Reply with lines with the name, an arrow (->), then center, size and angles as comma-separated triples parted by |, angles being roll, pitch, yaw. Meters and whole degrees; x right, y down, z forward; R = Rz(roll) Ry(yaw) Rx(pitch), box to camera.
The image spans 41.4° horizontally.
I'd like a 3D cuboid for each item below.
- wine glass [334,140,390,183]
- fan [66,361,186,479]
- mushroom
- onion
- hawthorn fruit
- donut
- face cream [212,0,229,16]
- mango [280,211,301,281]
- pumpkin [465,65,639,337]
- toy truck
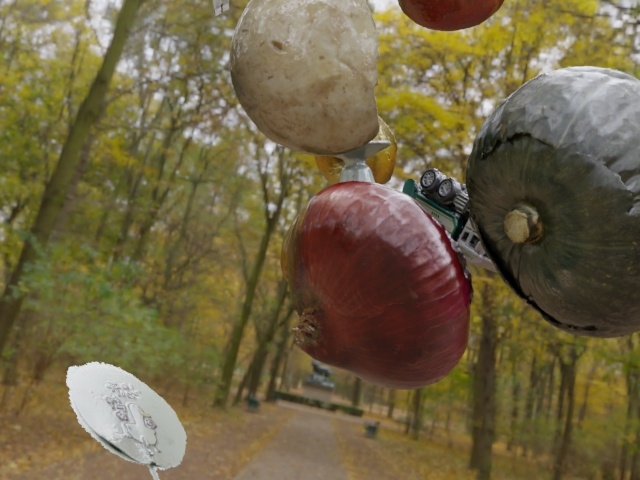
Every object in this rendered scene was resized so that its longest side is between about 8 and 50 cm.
wine glass -> 0.068, -0.071, 1.467 | 0.165, 0.196, 0.165 | -2, 3, 0
fan -> -0.274, 0.336, 1.344 | 0.233, 0.012, 0.414 | 23, 22, -46
mushroom -> -0.035, -0.237, 1.171 | 0.189, 0.253, 0.195 | -9, 1, -21
onion -> 0.057, 0.056, 0.915 | 0.248, 0.161, 0.248 | 18, -47, 21
hawthorn fruit -> 0.270, -0.499, 1.615 | 0.253, 0.205, 0.205 | 18, -8, 16
donut -> 0.063, -0.169, 1.665 | 0.174, 0.074, 0.190 | 42, -37, 5
face cream -> -0.206, -0.586, 1.717 | 0.058, 0.243, 0.092 | 5, 25, 11
mango -> -0.003, 0.000, 1.286 | 0.089, 0.163, 0.111 | 8, -16, 32
pumpkin -> 0.330, -0.048, 1.037 | 0.257, 0.327, 0.291 | -22, -29, -31
toy truck -> 0.236, -0.037, 1.435 | 0.114, 0.124, 0.253 | 17, 15, -37
